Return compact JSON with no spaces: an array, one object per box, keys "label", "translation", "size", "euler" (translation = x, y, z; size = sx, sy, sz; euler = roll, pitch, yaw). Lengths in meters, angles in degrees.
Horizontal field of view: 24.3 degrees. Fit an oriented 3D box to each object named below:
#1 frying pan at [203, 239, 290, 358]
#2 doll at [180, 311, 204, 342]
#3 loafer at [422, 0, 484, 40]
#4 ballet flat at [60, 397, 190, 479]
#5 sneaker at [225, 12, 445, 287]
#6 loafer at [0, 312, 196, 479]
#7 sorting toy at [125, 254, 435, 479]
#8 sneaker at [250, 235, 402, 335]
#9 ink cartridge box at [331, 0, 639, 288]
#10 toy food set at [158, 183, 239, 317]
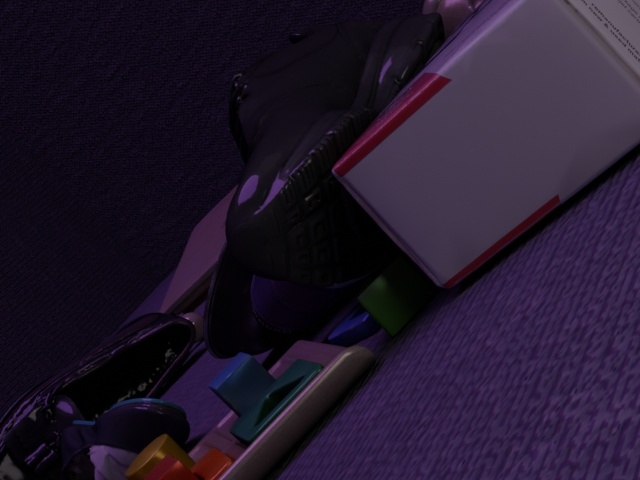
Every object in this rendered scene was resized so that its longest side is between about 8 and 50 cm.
[{"label":"frying pan","translation":[-0.014,0.025,1.232],"size":[0.197,0.053,0.326],"euler":[-62,-18,-7]},{"label":"doll","translation":[-0.210,0.155,1.783],"size":[0.189,0.046,0.129],"euler":[-45,6,1]},{"label":"loafer","translation":[0.224,-0.252,1.408],"size":[0.268,0.102,0.092],"euler":[-36,43,-11]},{"label":"ballet flat","translation":[-0.164,0.176,1.211],"size":[0.074,0.074,0.203],"euler":[-47,12,-29]},{"label":"sneaker","translation":[-0.009,-0.061,0.949],"size":[0.130,0.109,0.286],"euler":[6,29,19]},{"label":"loafer","translation":[-0.255,0.181,1.628],"size":[0.302,0.109,0.095],"euler":[-44,9,-26]},{"label":"sorting toy","translation":[-0.062,0.122,0.904],"size":[0.347,0.047,0.196],"euler":[-46,5,-12]},{"label":"sneaker","translation":[0.040,-0.039,1.098],"size":[0.283,0.107,0.124],"euler":[-41,-11,-38]},{"label":"ink cartridge box","translation":[0.131,-0.101,0.869],"size":[0.172,0.100,0.237],"euler":[-41,6,34]},{"label":"toy food set","translation":[-0.084,0.004,1.882],"size":[0.306,0.092,0.219],"euler":[-43,17,31]}]
